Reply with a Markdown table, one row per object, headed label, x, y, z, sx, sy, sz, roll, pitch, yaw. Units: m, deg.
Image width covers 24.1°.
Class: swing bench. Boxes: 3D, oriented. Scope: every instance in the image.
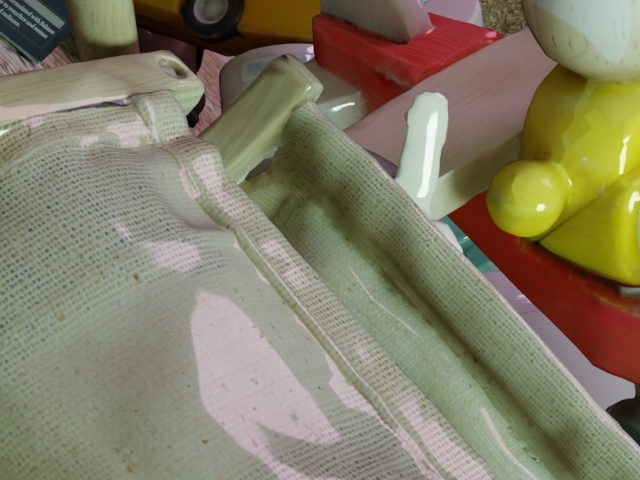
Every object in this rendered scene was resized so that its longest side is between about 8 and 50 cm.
| label | x | y | z | sx | sy | sz | roll | pitch | yaw |
| --- | --- | --- | --- | --- | --- | --- | --- | --- | --- |
| swing bench | -0.014 | 0.051 | 0.410 | 0.253 | 0.165 | 0.254 | 48 | 1 | 18 |

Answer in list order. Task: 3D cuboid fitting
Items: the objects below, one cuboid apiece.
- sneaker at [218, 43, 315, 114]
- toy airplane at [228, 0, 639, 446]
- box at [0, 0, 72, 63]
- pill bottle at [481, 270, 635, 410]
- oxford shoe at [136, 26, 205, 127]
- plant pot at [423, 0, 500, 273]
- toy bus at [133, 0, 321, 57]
| label | x | y | z | sx | sy | sz | roll | pitch | yaw |
| --- | --- | --- | --- | --- | --- | --- | --- | --- | --- |
| sneaker | -0.015 | -0.024 | 1.187 | 0.366 | 0.135 | 0.150 | 55 | 32 | -73 |
| toy airplane | 0.120 | -0.076 | 0.790 | 0.272 | 0.384 | 0.386 | 95 | 3 | -50 |
| box | -0.190 | -0.233 | 1.007 | 0.093 | 0.158 | 0.156 | 39 | 9 | -49 |
| pill bottle | 0.158 | 0.143 | 0.937 | 0.160 | 0.160 | 0.283 | 42 | 8 | -33 |
| oxford shoe | -0.134 | -0.172 | 1.289 | 0.083 | 0.096 | 0.227 | 44 | 8 | -36 |
| plant pot | 0.103 | -0.074 | 1.575 | 0.255 | 0.271 | 0.271 | 64 | 12 | 21 |
| toy bus | -0.098 | -0.216 | 1.159 | 0.332 | 0.130 | 0.108 | 21 | -4 | 25 |
